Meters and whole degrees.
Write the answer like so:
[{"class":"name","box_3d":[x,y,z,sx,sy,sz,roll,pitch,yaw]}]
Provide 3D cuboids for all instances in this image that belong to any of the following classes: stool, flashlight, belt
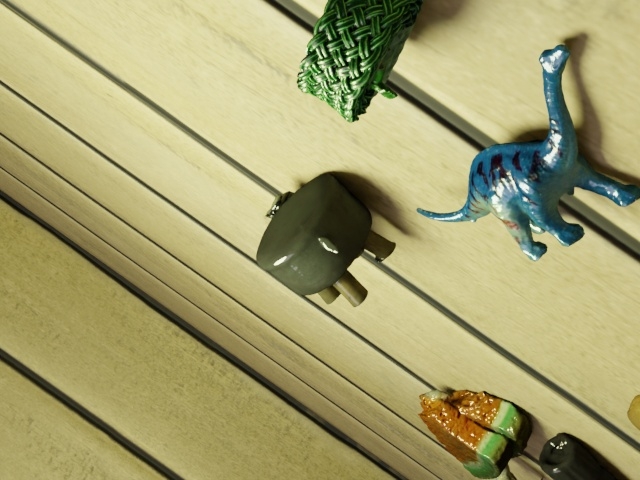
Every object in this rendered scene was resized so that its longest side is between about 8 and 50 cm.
[{"class":"stool","box_3d":[0.006,-0.007,1.013,0.139,0.153,0.228,40,-157,-21]},{"class":"flashlight","box_3d":[0.556,0.496,1.330,0.424,0.103,0.103,42,160,-11]},{"class":"belt","box_3d":[0.040,-0.158,0.607,0.079,0.121,0.151,30,173,1]}]

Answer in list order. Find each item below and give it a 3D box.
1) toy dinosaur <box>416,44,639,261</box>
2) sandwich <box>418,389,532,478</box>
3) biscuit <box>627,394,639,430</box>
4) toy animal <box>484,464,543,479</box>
[{"class":"toy dinosaur","box_3d":[0.194,-0.044,0.688,0.144,0.076,0.329,41,159,5]},{"class":"sandwich","box_3d":[0.297,0.371,1.429,0.212,0.109,0.292,37,161,-5]},{"class":"biscuit","box_3d":[0.536,0.283,0.923,0.302,0.049,0.197,25,156,31]},{"class":"toy animal","box_3d":[0.381,0.490,1.569,0.219,0.095,0.155,-5,156,-2]}]
